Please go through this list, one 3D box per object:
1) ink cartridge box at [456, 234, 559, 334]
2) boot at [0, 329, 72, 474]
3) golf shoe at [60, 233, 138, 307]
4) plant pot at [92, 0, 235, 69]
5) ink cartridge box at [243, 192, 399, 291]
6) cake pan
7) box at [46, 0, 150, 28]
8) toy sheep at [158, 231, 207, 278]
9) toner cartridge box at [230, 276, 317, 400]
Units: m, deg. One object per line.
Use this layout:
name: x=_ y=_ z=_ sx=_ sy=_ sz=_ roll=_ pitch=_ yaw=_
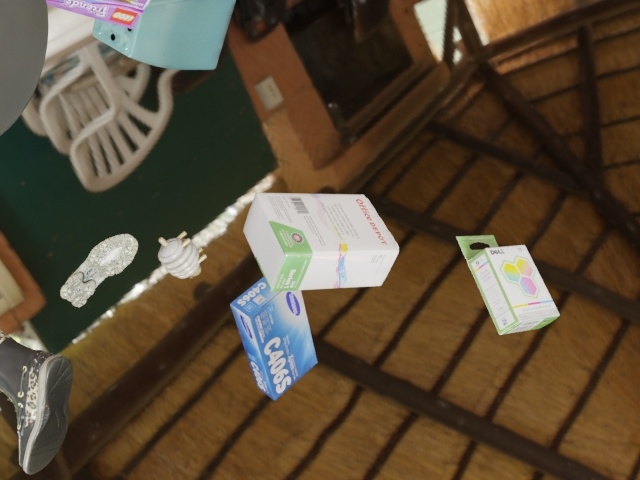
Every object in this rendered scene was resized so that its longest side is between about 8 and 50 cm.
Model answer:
ink cartridge box: x=0.348 y=0.066 z=1.512 sx=0.109 sy=0.209 sz=0.062 roll=-3 pitch=151 yaw=-35
boot: x=-0.552 y=0.291 z=1.487 sx=0.179 sy=0.236 sz=0.085 roll=21 pitch=-164 yaw=23
golf shoe: x=-0.421 y=0.045 z=1.541 sx=0.176 sy=0.069 sz=0.086 roll=-40 pitch=-164 yaw=2
plant pot: x=-0.316 y=-0.432 z=1.583 sx=0.234 sy=0.166 sz=0.165 roll=-28 pitch=145 yaw=-56
ink cartridge box: x=0.000 y=0.000 z=1.771 sx=0.278 sy=0.117 sz=0.201 roll=-1 pitch=-138 yaw=-28
cake pan: x=-0.422 y=-0.237 z=0.964 sx=0.054 sy=0.293 sz=0.293 roll=18 pitch=-146 yaw=12
box: x=-0.402 y=-0.452 z=1.284 sx=0.294 sy=0.057 sz=0.201 roll=10 pitch=153 yaw=-32
toy sheep: x=-0.303 y=0.033 z=1.745 sx=0.091 sy=0.132 sz=0.091 roll=-25 pitch=-143 yaw=21
toner cartridge box: x=-0.111 y=0.240 z=2.053 sx=0.075 sy=0.347 sz=0.165 roll=31 pitch=-122 yaw=34
